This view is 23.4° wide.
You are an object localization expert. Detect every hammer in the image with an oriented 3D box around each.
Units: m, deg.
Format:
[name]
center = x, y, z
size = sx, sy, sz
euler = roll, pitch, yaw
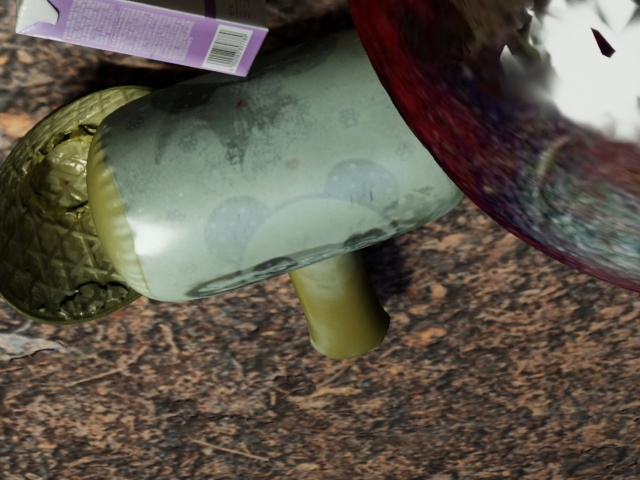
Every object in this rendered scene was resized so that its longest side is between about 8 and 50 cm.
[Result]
[hammer]
center = 0.000, 0.000, 0.876
size = 0.202, 0.113, 0.305
euler = -15, 154, 5

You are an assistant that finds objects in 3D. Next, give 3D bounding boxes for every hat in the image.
[hat]
center = -0.139, -0.032, 0.859
size = 0.146, 0.067, 0.146
euler = -25, 132, -31

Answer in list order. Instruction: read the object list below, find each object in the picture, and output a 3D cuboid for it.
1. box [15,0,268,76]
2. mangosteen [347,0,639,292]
[box]
center = -0.086, -0.116, 0.736
size = 0.117, 0.050, 0.036
euler = 10, 138, -17
[mangosteen]
center = 0.174, -0.106, 0.507
size = 0.359, 0.306, 0.306
euler = 41, 147, 12
